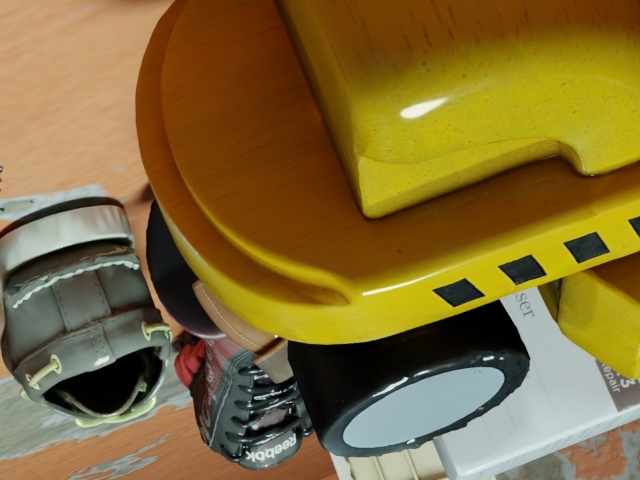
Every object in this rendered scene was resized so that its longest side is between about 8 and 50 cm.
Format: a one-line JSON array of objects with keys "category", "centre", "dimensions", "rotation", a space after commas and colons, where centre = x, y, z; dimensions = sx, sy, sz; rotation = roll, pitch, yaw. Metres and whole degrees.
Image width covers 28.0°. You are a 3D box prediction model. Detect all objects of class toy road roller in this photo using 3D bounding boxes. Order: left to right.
[{"category": "toy road roller", "centre": [0.093, -0.071, 0.494], "dimensions": [0.329, 0.203, 0.241], "rotation": [-19, 155, -4]}]

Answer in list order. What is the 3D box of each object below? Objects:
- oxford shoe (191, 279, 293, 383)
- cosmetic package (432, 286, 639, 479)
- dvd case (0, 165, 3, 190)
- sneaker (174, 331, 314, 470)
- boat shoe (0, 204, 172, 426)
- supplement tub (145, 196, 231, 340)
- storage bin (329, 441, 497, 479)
[{"category": "oxford shoe", "centre": [0.011, -0.032, 0.651], "dimensions": [0.212, 0.076, 0.076], "rotation": [-54, -169, -32]}, {"category": "cosmetic package", "centre": [0.233, 0.011, 0.924], "dimensions": [0.384, 0.217, 0.156], "rotation": [-23, 165, -1]}, {"category": "dvd case", "centre": [-0.281, 0.024, 0.618], "dimensions": [0.253, 0.022, 0.180], "rotation": [-16, 164, -21]}, {"category": "sneaker", "centre": [-0.047, 0.102, 0.998], "dimensions": [0.097, 0.135, 0.276], "rotation": [-15, 162, -18]}, {"category": "boat shoe", "centre": [-0.150, 0.072, 0.828], "dimensions": [0.109, 0.091, 0.305], "rotation": [-18, 164, -13]}, {"category": "supplement tub", "centre": [0.000, 0.000, 0.765], "dimensions": [0.197, 0.106, 0.106], "rotation": [-4, 157, -48]}, {"category": "storage bin", "centre": [0.076, 0.176, 1.173], "dimensions": [0.123, 0.260, 0.262], "rotation": [-22, 165, 2]}]
